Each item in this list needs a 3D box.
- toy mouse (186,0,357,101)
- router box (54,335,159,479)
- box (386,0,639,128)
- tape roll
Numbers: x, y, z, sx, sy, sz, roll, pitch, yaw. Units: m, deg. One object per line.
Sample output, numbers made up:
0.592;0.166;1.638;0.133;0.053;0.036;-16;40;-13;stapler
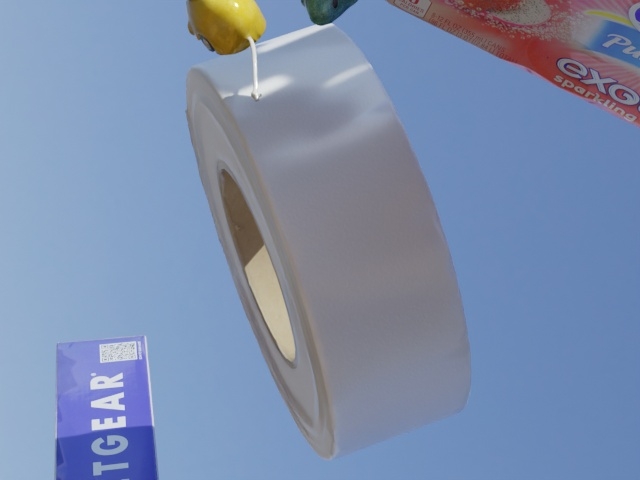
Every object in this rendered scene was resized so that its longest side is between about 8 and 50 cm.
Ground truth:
-0.023;-0.171;1.029;0.161;0.143;0.031;48;-13;40;toy mouse
-0.168;0.290;1.434;0.335;0.082;0.301;-107;-166;-63;router box
0.207;-0.148;0.919;0.142;0.300;0.154;-65;-177;-21;box
0.000;0.000;1.170;0.286;0.100;0.286;160;-90;-80;tape roll
